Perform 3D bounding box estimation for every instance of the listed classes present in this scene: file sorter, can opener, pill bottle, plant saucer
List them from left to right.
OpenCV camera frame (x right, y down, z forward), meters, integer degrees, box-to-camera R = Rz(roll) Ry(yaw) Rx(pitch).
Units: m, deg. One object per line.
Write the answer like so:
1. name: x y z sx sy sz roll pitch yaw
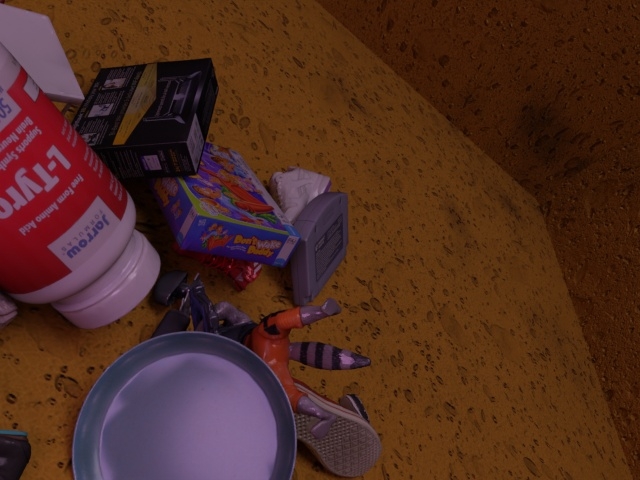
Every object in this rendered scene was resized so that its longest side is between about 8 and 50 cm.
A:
1. file sorter: -0.578 -0.271 1.034 0.278 0.173 0.192 -3 61 -54
2. pill bottle: -0.414 -0.060 0.897 0.229 0.229 0.407 -88 154 -46
3. can opener: -0.280 0.153 1.115 0.095 0.076 0.283 16 36 4
4. plant saucer: -0.192 0.291 0.915 0.317 0.318 0.043 61 -8 14

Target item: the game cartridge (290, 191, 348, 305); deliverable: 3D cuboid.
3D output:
1. game cartridge: 0.000 0.000 1.516 0.297 0.062 0.198 -50 138 -58

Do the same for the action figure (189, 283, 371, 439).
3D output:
1. action figure: -0.093 0.234 1.060 0.179 0.330 0.341 -10 97 -45

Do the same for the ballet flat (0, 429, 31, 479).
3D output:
1. ballet flat: -0.475 0.249 0.730 0.280 0.095 0.096 25 55 -36

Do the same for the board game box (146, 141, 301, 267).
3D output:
1. board game box: -0.217 -0.094 1.288 0.233 0.078 0.347 13 28 -40

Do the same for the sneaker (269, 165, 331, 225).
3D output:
1. sneaker: -0.081 -0.087 1.585 0.152 0.114 0.305 26 36 2

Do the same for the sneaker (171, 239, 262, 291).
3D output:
1. sneaker: -0.195 0.039 1.303 0.221 0.087 0.128 -6 62 -53

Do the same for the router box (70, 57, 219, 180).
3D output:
1. router box: -0.345 -0.242 1.252 0.308 0.243 0.081 -87 172 -46

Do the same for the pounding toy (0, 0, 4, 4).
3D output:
1. pounding toy: -0.671 -0.470 1.173 0.183 0.110 0.236 -9 66 -55

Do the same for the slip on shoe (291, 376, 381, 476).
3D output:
1. slip on shoe: -0.001 0.350 1.224 0.331 0.123 0.101 40 1 -28

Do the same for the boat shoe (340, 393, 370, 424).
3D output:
1. boat shoe: 0.086 0.386 1.358 0.038 0.046 0.125 -3 52 -48

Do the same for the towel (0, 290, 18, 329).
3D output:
1. towel: -0.518 -0.004 0.766 0.332 0.317 0.053 45 72 -13
